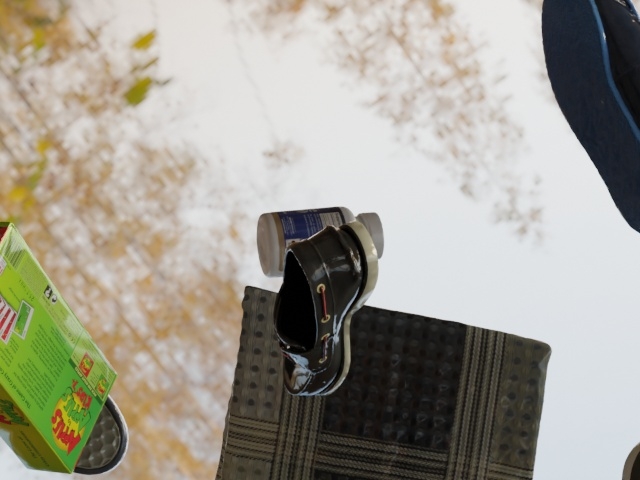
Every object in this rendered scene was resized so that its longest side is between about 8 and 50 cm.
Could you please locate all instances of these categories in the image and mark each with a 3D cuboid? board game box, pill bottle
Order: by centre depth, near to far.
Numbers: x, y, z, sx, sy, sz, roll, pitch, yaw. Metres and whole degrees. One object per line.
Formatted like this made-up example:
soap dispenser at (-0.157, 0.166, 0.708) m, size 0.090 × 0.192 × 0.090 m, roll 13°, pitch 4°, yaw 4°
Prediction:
board game box at (-0.216, 0.079, 1.116) m, size 0.043 × 0.181 × 0.092 m, roll 2°, pitch -129°, yaw 26°
pill bottle at (0.000, 0.000, 1.565) m, size 0.120 × 0.067 × 0.067 m, roll -5°, pitch -172°, yaw -15°

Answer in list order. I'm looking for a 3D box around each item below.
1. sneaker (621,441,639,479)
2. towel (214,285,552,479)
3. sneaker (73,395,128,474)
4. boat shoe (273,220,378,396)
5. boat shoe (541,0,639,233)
sneaker at (0.263, 0.275, 1.185) m, size 0.124 × 0.295 × 0.178 m, roll -22°, pitch -171°, yaw -22°
towel at (0.052, 0.225, 1.524) m, size 0.312 × 0.324 × 0.056 m, roll 10°, pitch -172°, yaw 6°
sneaker at (-0.242, 0.125, 1.324) m, size 0.086 × 0.226 × 0.163 m, roll -60°, pitch 167°, yaw -2°
boat shoe at (-0.006, 0.040, 0.789) m, size 0.042 × 0.049 × 0.133 m, roll -17°, pitch 150°, yaw -22°
boat shoe at (0.252, -0.110, 1.248) m, size 0.089 × 0.258 × 0.109 m, roll -5°, pitch 154°, yaw -22°
